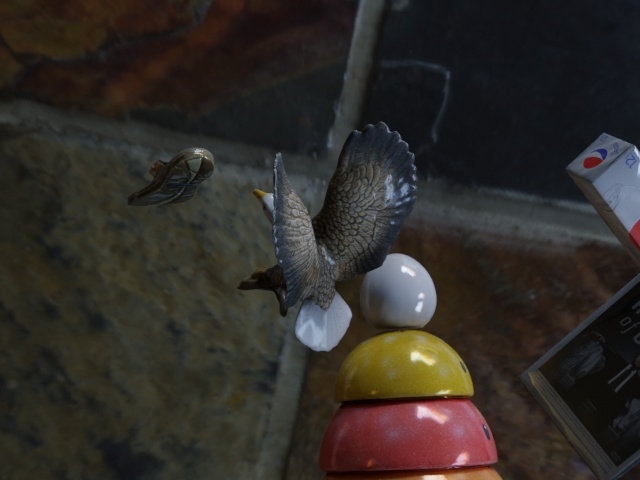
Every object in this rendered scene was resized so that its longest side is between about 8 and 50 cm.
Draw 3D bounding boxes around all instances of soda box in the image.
[{"bbox_3d":[0.518,-0.034,1.707,0.091,0.098,0.286,-42,114,1],"label":"soda box"}]

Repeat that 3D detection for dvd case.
[{"bbox_3d":[0.396,0.168,1.355,0.239,0.030,0.179,-45,63,17],"label":"dvd case"}]

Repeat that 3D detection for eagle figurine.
[{"bbox_3d":[-0.009,-0.006,1.480,0.225,0.298,0.226,22,55,-14],"label":"eagle figurine"}]

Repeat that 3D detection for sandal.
[{"bbox_3d":[-0.186,-0.084,1.339,0.072,0.180,0.049,2,69,-32],"label":"sandal"}]

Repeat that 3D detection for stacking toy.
[{"bbox_3d":[0.126,0.255,1.585,0.351,0.350,0.479,-3,82,2],"label":"stacking toy"}]
